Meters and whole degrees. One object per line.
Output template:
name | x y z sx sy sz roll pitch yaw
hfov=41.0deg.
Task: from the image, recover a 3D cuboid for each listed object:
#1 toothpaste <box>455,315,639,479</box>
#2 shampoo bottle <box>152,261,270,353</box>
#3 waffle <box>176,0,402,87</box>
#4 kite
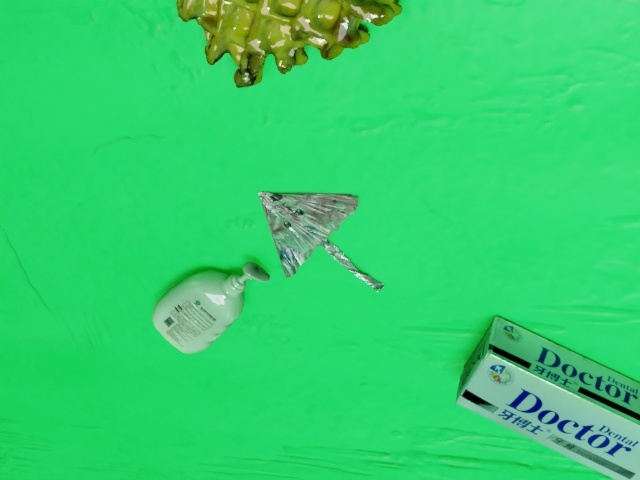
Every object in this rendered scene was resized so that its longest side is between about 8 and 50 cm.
toothpaste | 0.299 0.186 0.814 0.337 0.067 0.081 25 127 3
shampoo bottle | -0.115 0.063 0.908 0.077 0.045 0.152 44 131 -10
waffle | -0.041 -0.239 0.652 0.229 0.051 0.231 -18 115 35
kite | 0.000 0.000 0.838 0.157 0.011 0.139 39 132 -7
